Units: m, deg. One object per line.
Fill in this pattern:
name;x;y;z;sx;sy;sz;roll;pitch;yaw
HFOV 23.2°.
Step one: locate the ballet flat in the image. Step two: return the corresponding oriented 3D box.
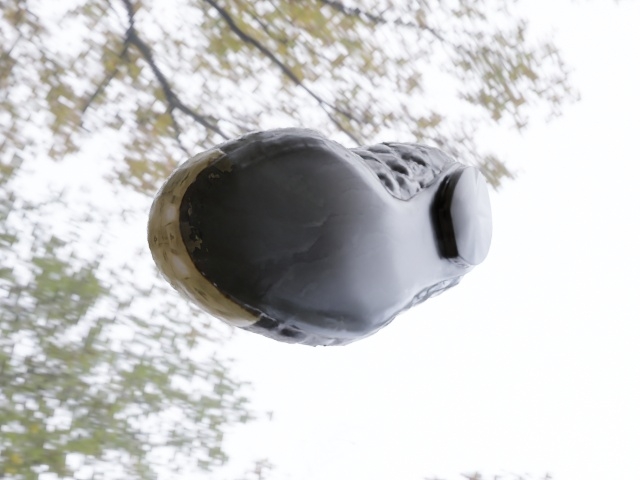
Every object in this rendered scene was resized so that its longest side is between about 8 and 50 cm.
ballet flat;0.000;0.000;0.433;0.049;0.173;0.057;-8;-91;26
